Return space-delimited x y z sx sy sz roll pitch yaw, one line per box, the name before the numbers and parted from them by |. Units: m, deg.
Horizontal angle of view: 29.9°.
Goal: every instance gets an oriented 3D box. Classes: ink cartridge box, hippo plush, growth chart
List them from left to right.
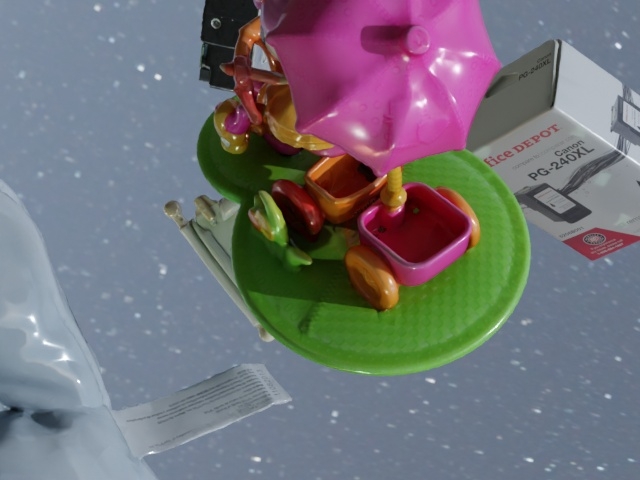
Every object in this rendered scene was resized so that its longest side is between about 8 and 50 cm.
hippo plush | -0.197 0.105 0.567 0.236 0.294 0.234 -26 -108 51
growth chart | 0.000 0.000 0.966 0.237 0.021 0.172 -25 -76 32
ink cartridge box | 0.177 -0.059 0.833 0.109 0.150 0.063 -30 -141 49

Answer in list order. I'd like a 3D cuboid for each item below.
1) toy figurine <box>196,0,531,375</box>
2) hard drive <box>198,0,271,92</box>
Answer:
toy figurine | 0.010 -0.056 0.468 0.130 0.159 0.173 -34 -119 -20
hard drive | -0.045 -0.337 1.194 0.064 0.237 0.339 14 -66 7
